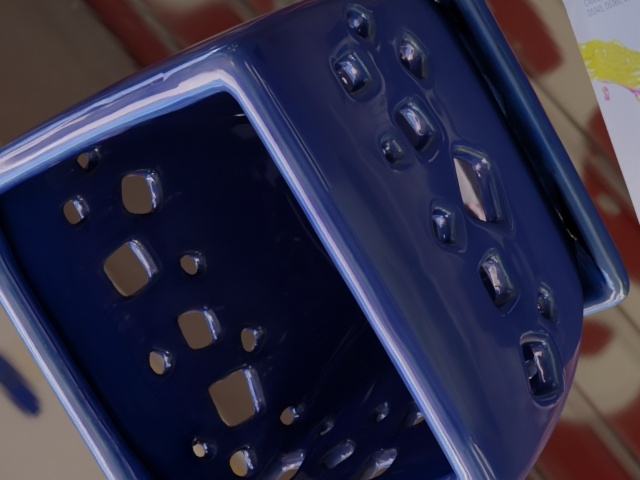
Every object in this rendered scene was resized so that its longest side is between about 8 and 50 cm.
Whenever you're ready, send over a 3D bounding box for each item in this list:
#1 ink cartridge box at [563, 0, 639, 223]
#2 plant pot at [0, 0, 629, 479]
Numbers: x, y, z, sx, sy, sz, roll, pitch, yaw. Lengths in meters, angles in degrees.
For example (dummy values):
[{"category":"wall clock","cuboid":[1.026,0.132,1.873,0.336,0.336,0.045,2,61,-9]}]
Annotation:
[{"category":"ink cartridge box","cuboid":[0.269,-0.117,0.933,0.198,0.197,0.270,-21,-87,-22]},{"category":"plant pot","cuboid":[0.000,0.000,0.872,0.212,0.236,0.236,-39,-77,-45]}]
